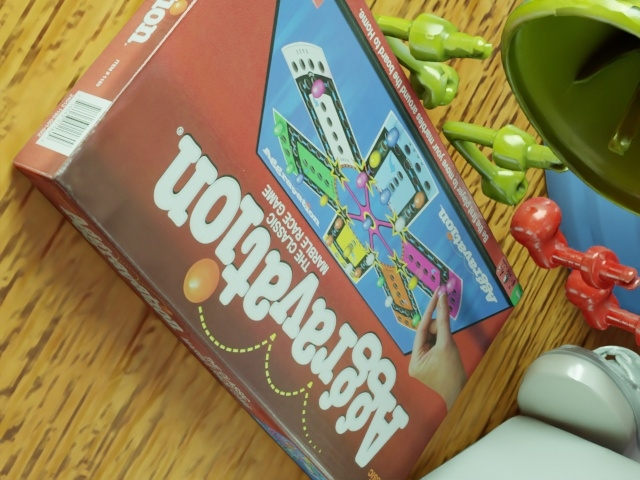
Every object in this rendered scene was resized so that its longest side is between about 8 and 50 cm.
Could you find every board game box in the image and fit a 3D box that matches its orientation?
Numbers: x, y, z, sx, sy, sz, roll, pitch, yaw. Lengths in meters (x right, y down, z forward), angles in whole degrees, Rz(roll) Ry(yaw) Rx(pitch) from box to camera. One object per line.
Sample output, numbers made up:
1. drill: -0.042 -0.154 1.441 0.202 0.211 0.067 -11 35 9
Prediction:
1. board game box: 0.000 0.000 0.567 0.145 0.027 0.281 -54 139 -16

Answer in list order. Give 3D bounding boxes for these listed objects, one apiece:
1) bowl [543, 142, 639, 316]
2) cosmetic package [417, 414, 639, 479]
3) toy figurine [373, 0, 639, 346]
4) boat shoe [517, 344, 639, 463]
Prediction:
1. bowl: 0.272 -0.128 0.791 0.391 0.077 0.391 -24 123 -42
2. cosmetic package: 0.121 0.360 0.630 0.329 0.327 0.393 -23 123 -43
3. toy figurine: 0.218 -0.051 0.611 0.217 0.191 0.362 -50 122 -11
4. boat shoe: 0.167 0.095 0.779 0.184 0.066 0.063 47 59 -47
